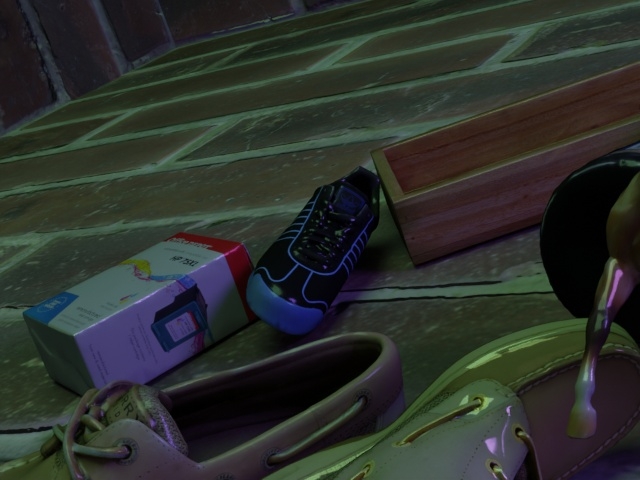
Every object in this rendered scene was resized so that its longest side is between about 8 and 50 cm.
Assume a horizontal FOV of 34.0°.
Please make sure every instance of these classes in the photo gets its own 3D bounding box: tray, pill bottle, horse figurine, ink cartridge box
[{"bbox_3d":[0.265,-0.100,1.052,0.411,0.076,0.203,-19,19,3],"label":"tray"},{"bbox_3d":[0.254,-0.017,0.724,0.122,0.123,0.219,-2,12,41],"label":"pill bottle"},{"bbox_3d":[0.199,0.022,0.526,0.066,0.174,0.263,3,-10,44],"label":"horse figurine"},{"bbox_3d":[-0.148,0.058,1.002,0.231,0.078,0.134,-30,21,-29],"label":"ink cartridge box"}]

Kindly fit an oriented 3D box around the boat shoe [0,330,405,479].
[{"bbox_3d":[-0.109,0.131,0.609,0.341,0.110,0.121,-14,28,-21],"label":"boat shoe"}]

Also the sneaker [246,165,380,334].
[{"bbox_3d":[0.000,0.000,0.967,0.081,0.090,0.232,28,27,1],"label":"sneaker"}]

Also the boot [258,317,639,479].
[{"bbox_3d":[0.089,0.142,0.509,0.262,0.095,0.203,-24,19,-10],"label":"boot"}]
